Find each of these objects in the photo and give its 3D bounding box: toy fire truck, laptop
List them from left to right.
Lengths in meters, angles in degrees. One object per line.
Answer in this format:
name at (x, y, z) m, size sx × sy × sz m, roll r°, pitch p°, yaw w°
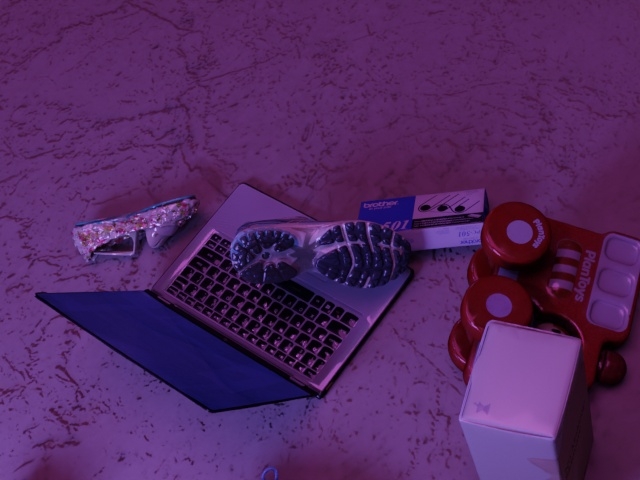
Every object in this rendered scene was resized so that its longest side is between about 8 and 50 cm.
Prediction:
laptop at (-0.140, 0.068, 1.849) m, size 0.382 × 0.236 × 0.408 m, roll 28°, pitch 70°, yaw 30°
toy fire truck at (0.333, 0.099, 1.734) m, size 0.254 × 0.169 × 0.302 m, roll 16°, pitch 63°, yaw 6°

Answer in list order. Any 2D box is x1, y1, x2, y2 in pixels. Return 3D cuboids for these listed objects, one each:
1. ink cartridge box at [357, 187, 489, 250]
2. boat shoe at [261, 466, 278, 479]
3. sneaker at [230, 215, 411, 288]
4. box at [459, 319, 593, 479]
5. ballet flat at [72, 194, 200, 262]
ink cartridge box at (0.164, -0.029, 1.914) m, size 0.207 × 0.046 × 0.097 m, roll -6°, pitch 35°, yaw 15°
boat shoe at (-0.041, 0.387, 1.685) m, size 0.258 × 0.109 × 0.089 m, roll 15°, pitch 50°, yaw 8°
sneaker at (0.000, 0.000, 1.856) m, size 0.283 × 0.110 × 0.122 m, roll 4°, pitch 21°, yaw -9°
box at (0.274, 0.244, 1.546) m, size 0.121 × 0.311 × 0.148 m, roll 10°, pitch 63°, yaw 22°
ballet flat at (-0.316, -0.016, 2.071) m, size 0.241 × 0.091 × 0.077 m, roll -14°, pitch 85°, yaw 14°
